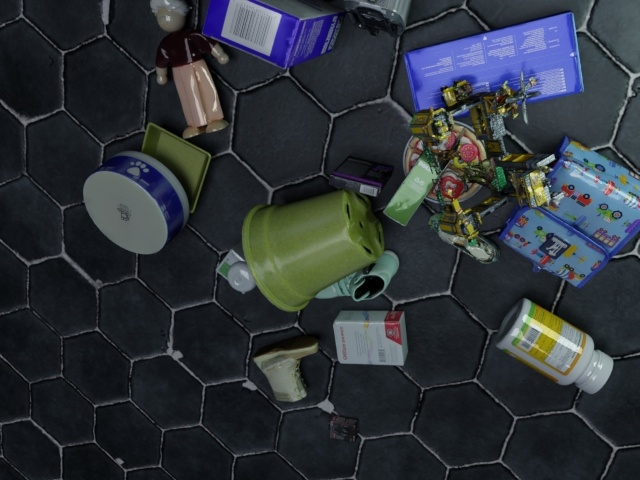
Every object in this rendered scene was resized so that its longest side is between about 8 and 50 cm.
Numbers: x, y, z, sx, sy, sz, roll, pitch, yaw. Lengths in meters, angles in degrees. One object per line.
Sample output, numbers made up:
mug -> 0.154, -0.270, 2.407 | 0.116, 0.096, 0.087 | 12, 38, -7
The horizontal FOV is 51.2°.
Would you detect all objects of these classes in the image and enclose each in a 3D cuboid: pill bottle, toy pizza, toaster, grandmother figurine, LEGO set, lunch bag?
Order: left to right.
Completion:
grandmother figurine -> -0.320, -0.431, 1.616 | 0.207, 0.104, 0.342 | -13, 109, 13
toaster -> 0.131, -0.517, 1.385 | 0.129, 0.227, 0.146 | 18, 98, 10
toy pizza -> 0.289, -0.178, 1.549 | 0.201, 0.032, 0.201 | 6, 112, 16
LEGO set -> 0.344, -0.158, 1.332 | 0.192, 0.255, 0.331 | 16, 122, 61
pill bottle -> 0.551, 0.254, 1.572 | 0.245, 0.136, 0.136 | 31, 116, 5
lunch bag -> 0.551, -0.042, 1.481 | 0.221, 0.138, 0.293 | 30, 129, 5

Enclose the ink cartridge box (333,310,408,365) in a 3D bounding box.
ink cartridge box -> 0.132, 0.252, 1.743 | 0.175, 0.072, 0.127 | -1, 110, 19

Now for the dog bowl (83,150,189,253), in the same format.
dog bowl -> -0.484, -0.096, 1.753 | 0.264, 0.104, 0.265 | 15, 131, 18

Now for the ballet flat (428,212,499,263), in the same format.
ballet flat -> 0.340, -0.004, 1.582 | 0.188, 0.070, 0.070 | 28, 116, 7

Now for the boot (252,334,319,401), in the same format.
boot -> -0.069, 0.359, 1.850 | 0.213, 0.077, 0.165 | -19, 103, 29

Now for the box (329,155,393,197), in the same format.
box -> 0.097, -0.151, 1.550 | 0.116, 0.162, 0.029 | 16, 118, 12

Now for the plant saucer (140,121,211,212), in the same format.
plant saucer -> -0.380, -0.195, 1.748 | 0.188, 0.045, 0.188 | 28, 122, 6

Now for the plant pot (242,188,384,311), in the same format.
plant pot -> 0.000, 0.000, 1.569 | 0.254, 0.276, 0.276 | -22, 102, 28

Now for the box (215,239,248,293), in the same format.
box -> -0.200, 0.065, 1.764 | 0.101, 0.102, 0.087 | 40, 115, 0

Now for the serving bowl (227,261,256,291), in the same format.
serving bowl -> -0.202, 0.097, 1.704 | 0.083, 0.027, 0.083 | 6, 113, 15

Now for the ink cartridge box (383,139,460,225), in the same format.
ink cartridge box -> 0.229, -0.143, 1.502 | 0.062, 0.109, 0.209 | 34, 116, 3

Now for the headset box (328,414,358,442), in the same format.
headset box -> 0.063, 0.535, 1.898 | 0.083, 0.032, 0.062 | 7, 112, 14

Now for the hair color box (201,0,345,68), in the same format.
hair color box -> -0.085, -0.457, 1.392 | 0.185, 0.339, 0.110 | 25, 118, 7

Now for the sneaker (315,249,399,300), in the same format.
sneaker -> 0.064, 0.105, 1.666 | 0.256, 0.151, 0.094 | -21, 104, 25

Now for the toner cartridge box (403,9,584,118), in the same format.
toner cartridge box -> 0.367, -0.364, 1.428 | 0.347, 0.075, 0.165 | -8, 109, 21
